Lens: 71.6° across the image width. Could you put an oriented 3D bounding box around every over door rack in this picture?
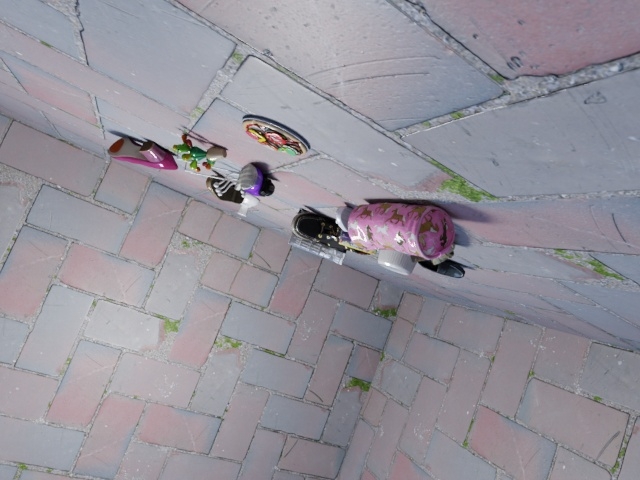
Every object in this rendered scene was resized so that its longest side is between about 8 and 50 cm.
[{"bbox_3d":[-0.484,-0.284,1.992,0.324,0.108,0.239,23,173,-7],"label":"over door rack"}]

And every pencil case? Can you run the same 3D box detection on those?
[{"bbox_3d":[0.249,-0.035,1.441,0.167,0.160,0.386,26,171,-28],"label":"pencil case"}]

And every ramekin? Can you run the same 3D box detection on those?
[{"bbox_3d":[0.392,0.099,2.271,0.207,0.109,0.207,22,174,2],"label":"ramekin"}]

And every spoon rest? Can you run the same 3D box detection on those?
[{"bbox_3d":[-0.422,-0.219,2.523,0.137,0.084,0.276,22,160,-10],"label":"spoon rest"}]

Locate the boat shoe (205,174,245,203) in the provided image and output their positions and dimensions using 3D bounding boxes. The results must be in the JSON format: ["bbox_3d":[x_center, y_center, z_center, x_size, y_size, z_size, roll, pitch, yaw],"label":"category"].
[{"bbox_3d":[-0.507,-0.256,2.262,0.104,0.111,0.307,18,172,22],"label":"boat shoe"}]

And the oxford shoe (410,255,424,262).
[{"bbox_3d":[0.457,0.050,1.939,0.076,0.076,0.212,-8,173,-5],"label":"oxford shoe"}]

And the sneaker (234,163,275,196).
[{"bbox_3d":[-0.243,-0.228,1.761,0.146,0.102,0.293,20,179,-20],"label":"sneaker"}]

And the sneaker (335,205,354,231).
[{"bbox_3d":[0.103,-0.078,1.827,0.091,0.094,0.258,17,171,27],"label":"sneaker"}]

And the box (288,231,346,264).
[{"bbox_3d":[0.000,0.000,2.413,0.307,0.077,0.242,22,-157,0],"label":"box"}]

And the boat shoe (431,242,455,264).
[{"bbox_3d":[0.419,0.008,1.565,0.098,0.109,0.302,-19,156,14],"label":"boat shoe"}]

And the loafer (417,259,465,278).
[{"bbox_3d":[0.551,0.125,2.041,0.223,0.076,0.078,22,-146,14],"label":"loafer"}]

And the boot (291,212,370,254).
[{"bbox_3d":[0.075,-0.028,2.126,0.377,0.138,0.284,22,176,-40],"label":"boot"}]

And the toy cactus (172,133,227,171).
[{"bbox_3d":[-0.432,-0.324,1.649,0.180,0.112,0.219,-1,163,19],"label":"toy cactus"}]

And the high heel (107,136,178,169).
[{"bbox_3d":[-0.870,-0.399,2.154,0.377,0.127,0.181,13,159,34],"label":"high heel"}]

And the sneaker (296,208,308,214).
[{"bbox_3d":[-0.096,-0.118,2.206,0.069,0.038,0.098,33,-147,-33],"label":"sneaker"}]

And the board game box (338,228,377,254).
[{"bbox_3d":[0.171,-0.015,1.952,0.170,0.048,0.141,17,-149,-4],"label":"board game box"}]

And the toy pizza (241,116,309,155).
[{"bbox_3d":[-0.129,-0.278,1.226,0.201,0.032,0.201,21,173,3],"label":"toy pizza"}]
